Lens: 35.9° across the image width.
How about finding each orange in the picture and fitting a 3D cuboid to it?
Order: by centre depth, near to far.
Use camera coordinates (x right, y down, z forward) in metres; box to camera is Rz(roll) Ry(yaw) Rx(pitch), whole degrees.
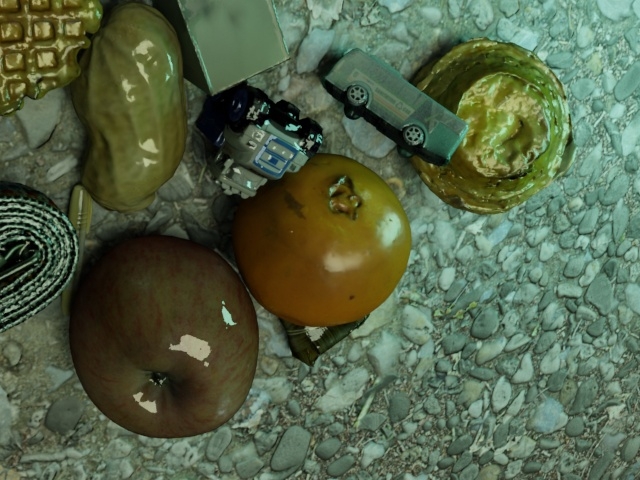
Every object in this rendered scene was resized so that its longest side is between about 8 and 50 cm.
[{"bbox_3d":[0.000,0.000,1.692,0.312,0.312,0.312,-13,117,-25],"label":"orange"}]

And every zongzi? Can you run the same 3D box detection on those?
[{"bbox_3d":[0.001,0.117,1.889,0.187,0.084,0.184,-35,115,-21],"label":"zongzi"}]

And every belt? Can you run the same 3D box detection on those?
[{"bbox_3d":[-0.504,0.023,1.499,0.258,0.150,0.207,-28,115,-18],"label":"belt"}]

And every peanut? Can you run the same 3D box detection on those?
[{"bbox_3d":[-0.286,-0.197,1.522,0.174,0.158,0.339,-30,128,-37],"label":"peanut"}]

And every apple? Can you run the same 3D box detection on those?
[{"bbox_3d":[-0.251,0.170,1.628,0.345,0.269,0.344,-10,121,-16],"label":"apple"}]

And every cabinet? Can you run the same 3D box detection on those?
[{"bbox_3d":[-0.164,-0.358,1.522,0.145,0.150,0.206,-28,123,-16],"label":"cabinet"}]

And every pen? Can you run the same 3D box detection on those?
[{"bbox_3d":[-0.403,0.018,1.630,0.040,0.032,0.233,-14,122,-49],"label":"pen"}]

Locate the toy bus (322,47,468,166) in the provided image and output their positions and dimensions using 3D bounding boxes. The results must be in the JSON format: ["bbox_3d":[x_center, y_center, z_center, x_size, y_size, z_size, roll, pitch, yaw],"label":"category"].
[{"bbox_3d":[0.128,-0.227,1.714,0.262,0.091,0.109,36,84,3],"label":"toy bus"}]

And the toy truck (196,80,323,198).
[{"bbox_3d":[-0.119,-0.162,1.603,0.161,0.213,0.177,27,101,-35],"label":"toy truck"}]

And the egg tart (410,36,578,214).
[{"bbox_3d":[0.316,-0.212,1.814,0.341,0.129,0.341,0,91,-7],"label":"egg tart"}]

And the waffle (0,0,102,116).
[{"bbox_3d":[-0.467,-0.320,1.381,0.301,0.058,0.281,-29,111,-5],"label":"waffle"}]
